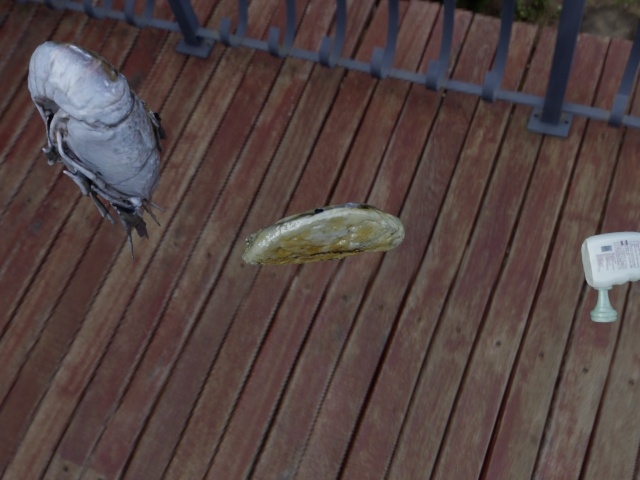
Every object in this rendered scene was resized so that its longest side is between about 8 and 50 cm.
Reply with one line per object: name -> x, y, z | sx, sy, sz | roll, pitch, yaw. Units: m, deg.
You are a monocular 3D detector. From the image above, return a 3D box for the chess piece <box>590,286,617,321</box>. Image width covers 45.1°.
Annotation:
chess piece -> 0.459, 0.084, 1.250 | 0.042, 0.042, 0.093 | -1, 97, 9

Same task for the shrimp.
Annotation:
shrimp -> -0.259, -0.101, 0.934 | 0.145, 0.343, 0.117 | 8, 56, 11

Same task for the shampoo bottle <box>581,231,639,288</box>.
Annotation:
shampoo bottle -> 0.455, 0.022, 1.100 | 0.151, 0.045, 0.077 | -9, 81, 4

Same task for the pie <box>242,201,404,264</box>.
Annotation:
pie -> 0.000, -0.001, 1.519 | 0.339, 0.339, 0.077 | -10, 78, 5
